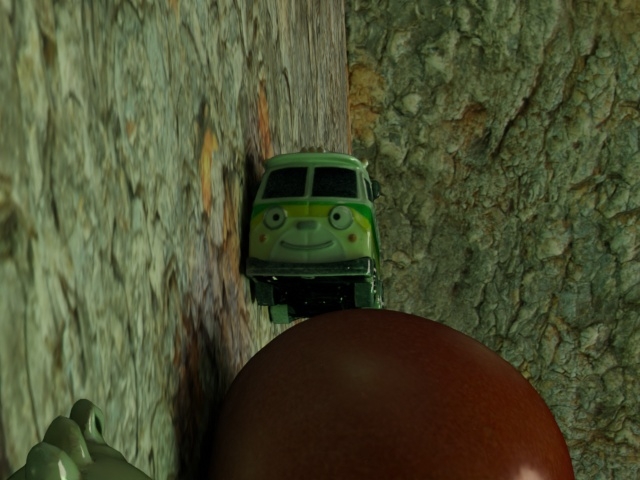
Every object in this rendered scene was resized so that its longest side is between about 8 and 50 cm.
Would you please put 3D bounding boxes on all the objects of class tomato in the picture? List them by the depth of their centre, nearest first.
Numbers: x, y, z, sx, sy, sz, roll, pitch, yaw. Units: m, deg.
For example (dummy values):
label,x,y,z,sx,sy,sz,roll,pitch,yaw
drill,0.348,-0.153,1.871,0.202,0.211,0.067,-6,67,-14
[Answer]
label,x,y,z,sx,sy,sz,roll,pitch,yaw
tomato,0.045,0.206,0.893,0.321,0.322,0.321,-1,90,-84

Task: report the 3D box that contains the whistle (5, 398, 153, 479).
label,x,y,z,sx,sy,sz,roll,pitch,yaw
whistle,-0.095,0.178,0.402,0.110,0.092,0.244,79,10,-68

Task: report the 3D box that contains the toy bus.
label,x,y,z,sx,sy,sz,roll,pitch,yaw
toy bus,0.000,0.000,1.200,0.276,0.134,0.164,71,19,-76
